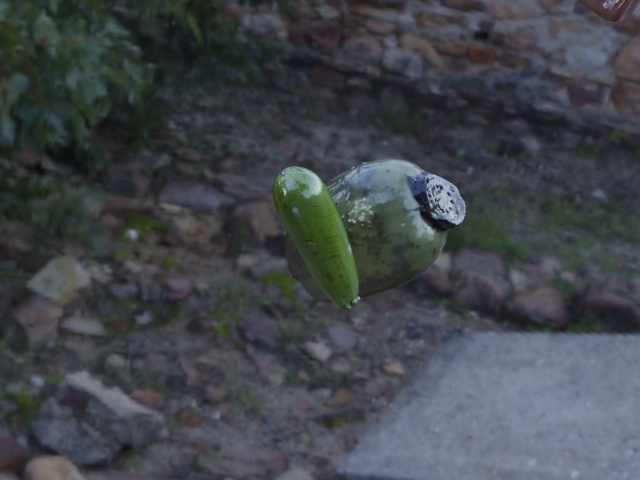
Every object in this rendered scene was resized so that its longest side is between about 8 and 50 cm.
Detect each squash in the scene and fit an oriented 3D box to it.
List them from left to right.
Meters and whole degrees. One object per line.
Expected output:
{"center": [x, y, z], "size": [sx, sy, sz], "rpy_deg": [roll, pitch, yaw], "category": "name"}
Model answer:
{"center": [0.000, 0.000, 1.316], "size": [0.066, 0.201, 0.066], "rpy_deg": [-19, 28, 10], "category": "squash"}

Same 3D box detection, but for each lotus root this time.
{"center": [0.052, -0.001, 1.518], "size": [0.173, 0.309, 0.173], "rpy_deg": [21, 57, -35], "category": "lotus root"}

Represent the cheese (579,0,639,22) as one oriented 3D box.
{"center": [0.232, -0.272, 0.911], "size": [0.203, 0.128, 0.177], "rpy_deg": [13, 34, -30], "category": "cheese"}
